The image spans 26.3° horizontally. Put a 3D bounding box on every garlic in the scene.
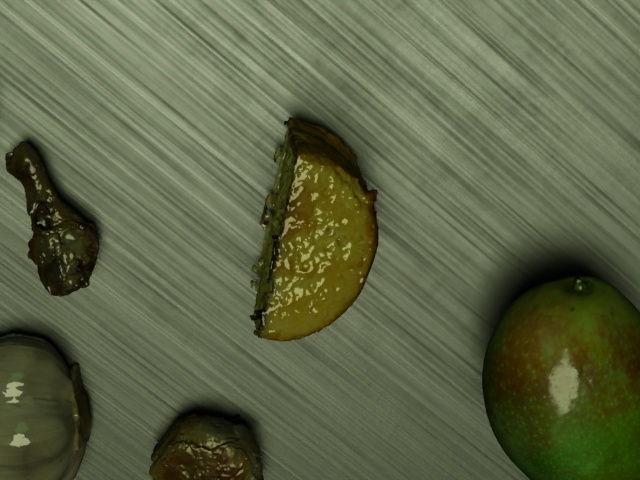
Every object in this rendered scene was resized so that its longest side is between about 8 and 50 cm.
[{"bbox_3d":[-0.388,0.245,1.740,0.178,0.143,0.229,-8,120,2],"label":"garlic"}]

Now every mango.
[{"bbox_3d":[0.324,0.216,1.691,0.225,0.201,0.382,-28,121,-12],"label":"mango"}]

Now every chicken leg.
[{"bbox_3d":[-0.328,-0.029,1.676,0.085,0.069,0.198,-12,106,31],"label":"chicken leg"}]

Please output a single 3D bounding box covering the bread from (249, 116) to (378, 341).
[{"bbox_3d":[0.001,-0.005,1.629,0.147,0.160,0.261,10,105,-10],"label":"bread"}]

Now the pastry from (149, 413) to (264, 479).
[{"bbox_3d":[-0.147,0.297,1.786,0.153,0.081,0.153,-1,114,-2],"label":"pastry"}]
